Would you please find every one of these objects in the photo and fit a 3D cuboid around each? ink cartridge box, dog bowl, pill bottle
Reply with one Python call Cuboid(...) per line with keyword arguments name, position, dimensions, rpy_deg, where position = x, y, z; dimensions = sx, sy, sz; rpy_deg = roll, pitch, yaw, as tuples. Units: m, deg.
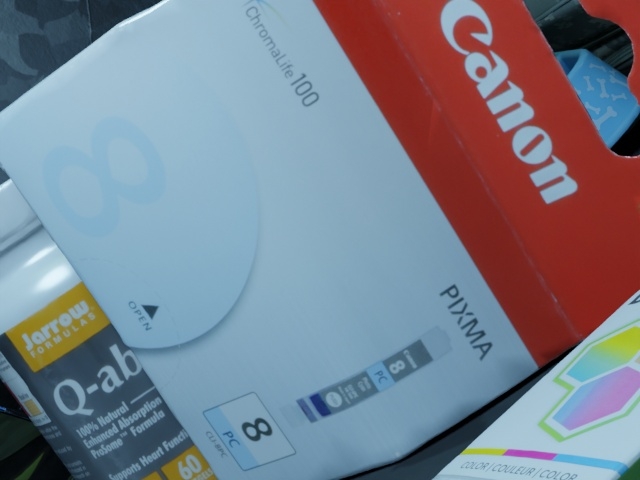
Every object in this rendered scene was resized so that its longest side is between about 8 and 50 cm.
Cuboid(name="ink cartridge box", position=(0.018, -0.026, 0.633), dimensions=(0.385, 0.308, 0.091), rpy_deg=(-26, 11, 36))
Cuboid(name="dog bowl", position=(0.226, -0.123, 1.121), dimensions=(0.166, 0.074, 0.297), rpy_deg=(-46, 7, 4))
Cuboid(name="pill bottle", position=(-0.160, 0.077, 0.822), dimensions=(0.162, 0.278, 0.162), rpy_deg=(-34, 8, 5))
Cuboid(name="ink cartridge box", position=(0.149, 0.066, 0.439), dimensions=(0.209, 0.062, 0.109), rpy_deg=(-36, 7, -22))

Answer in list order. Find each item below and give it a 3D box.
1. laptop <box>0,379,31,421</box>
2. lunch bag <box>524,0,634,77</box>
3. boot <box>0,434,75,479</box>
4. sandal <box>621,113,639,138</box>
Cuboid(name="laptop", position=(-0.291, 0.159, 1.371), dimensions=(0.234, 0.264, 0.136), rpy_deg=(-169, 99, -80))
Cuboid(name="lunch bag", position=(0.382, -0.311, 1.184), dimensions=(0.305, 0.256, 0.212), rpy_deg=(-28, 52, 46))
Cuboid(name="boot", position=(-0.388, 0.215, 0.957), dimensions=(0.348, 0.260, 0.131), rpy_deg=(-36, 8, -17))
Cuboid(name="sandal", position=(0.354, -0.162, 1.091), dimensions=(0.180, 0.049, 0.072), rpy_deg=(-49, 4, -5))
